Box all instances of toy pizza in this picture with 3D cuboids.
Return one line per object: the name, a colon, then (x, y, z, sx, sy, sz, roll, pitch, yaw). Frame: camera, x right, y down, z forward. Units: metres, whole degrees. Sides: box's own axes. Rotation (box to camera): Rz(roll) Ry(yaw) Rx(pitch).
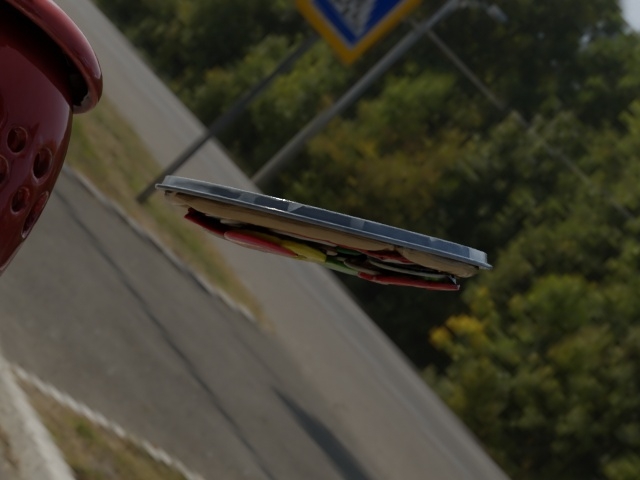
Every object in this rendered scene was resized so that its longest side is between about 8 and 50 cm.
toy pizza: (0.000, 0.000, 0.901, 0.201, 0.032, 0.201, 14, 0, 0)

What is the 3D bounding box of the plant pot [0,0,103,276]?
plant pot: (-0.255, -0.089, 1.049, 0.191, 0.174, 0.191, 26, -21, 11)
